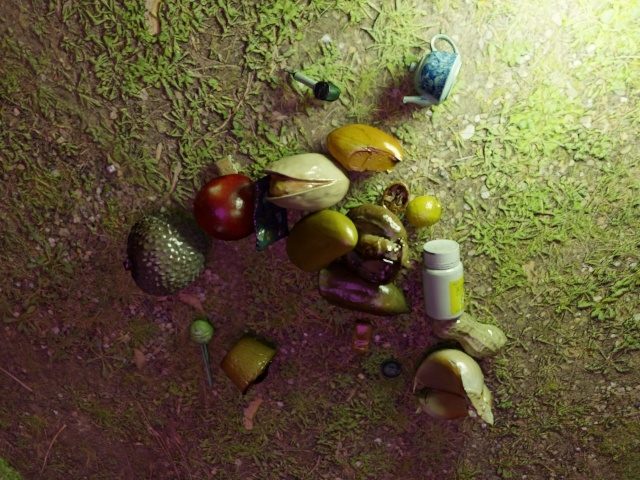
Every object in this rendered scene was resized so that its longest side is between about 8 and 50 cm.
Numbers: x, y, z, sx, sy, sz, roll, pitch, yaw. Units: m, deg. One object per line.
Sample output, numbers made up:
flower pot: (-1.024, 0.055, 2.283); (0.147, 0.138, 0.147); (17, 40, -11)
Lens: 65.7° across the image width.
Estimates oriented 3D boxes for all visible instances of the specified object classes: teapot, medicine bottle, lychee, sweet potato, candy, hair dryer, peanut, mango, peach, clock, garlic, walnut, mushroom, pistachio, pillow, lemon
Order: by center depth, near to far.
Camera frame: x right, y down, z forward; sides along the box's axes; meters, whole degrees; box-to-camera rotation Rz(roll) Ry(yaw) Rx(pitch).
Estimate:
teapot: (0.338, -0.507, 1.496); (0.159, 0.159, 0.232); (23, 92, -4)
hair dryer: (-0.036, -0.503, 1.571); (0.198, 0.100, 0.057); (33, 110, 13)
mango: (0.140, -0.293, 1.600); (0.252, 0.126, 0.153); (18, 104, 0)
pistachio: (-0.039, -0.186, 1.602); (0.299, 0.187, 0.187); (-10, 116, -34)
mushroom: (0.189, 0.019, 1.653); (0.195, 0.283, 0.263); (5, 109, -32)
peach: (-0.304, -0.114, 1.661); (0.199, 0.243, 0.243); (31, 118, 40)
mango: (-0.003, -0.007, 1.664); (0.332, 0.142, 0.195); (-32, 63, 47)
lemon: (0.348, -0.096, 1.668); (0.133, 0.109, 0.109); (-17, 109, 27)
pillow: (-0.166, -0.103, 1.677); (0.034, 0.189, 0.255); (14, 116, 27)
walnut: (0.260, -0.147, 1.684); (0.091, 0.052, 0.121); (29, 116, 14)
lychee: (-0.541, 0.047, 1.728); (0.300, 0.300, 0.300); (2, 111, 5)
medicine bottle: (0.426, 0.136, 1.732); (0.143, 0.143, 0.258); (-7, 110, 8)
sweet potato: (0.164, 0.185, 1.773); (0.370, 0.158, 0.157); (15, 112, 2)
peanut: (0.535, 0.339, 1.807); (0.298, 0.136, 0.120); (26, 151, -4)
garlic: (0.494, 0.554, 1.848); (0.286, 0.313, 0.249); (38, 66, -17)
clock: (0.279, 0.504, 1.953); (0.085, 0.017, 0.085); (2, 111, 5)
candy: (-0.462, 0.462, 1.984); (0.093, 0.092, 0.335); (-17, 122, -27)

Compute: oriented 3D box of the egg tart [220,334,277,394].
egg tart: (-0.274, 0.472, 1.906); (0.171, 0.215, 0.215); (38, 110, 7)

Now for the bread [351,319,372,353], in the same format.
bread: (0.156, 0.367, 1.893); (0.074, 0.053, 0.132); (10, 110, 1)

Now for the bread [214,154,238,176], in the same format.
bread: (-0.326, -0.247, 1.712); (0.070, 0.035, 0.083); (-23, 101, 13)
